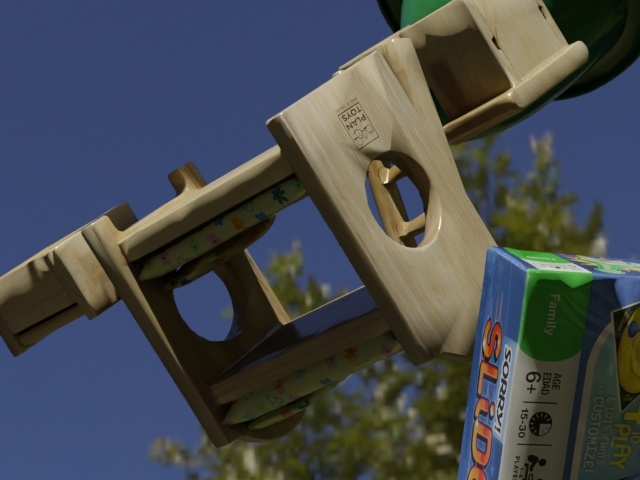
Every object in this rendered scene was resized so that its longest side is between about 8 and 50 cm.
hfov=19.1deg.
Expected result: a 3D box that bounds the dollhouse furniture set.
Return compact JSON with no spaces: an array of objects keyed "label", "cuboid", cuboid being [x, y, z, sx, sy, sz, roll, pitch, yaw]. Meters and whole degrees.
[{"label":"dollhouse furniture set","cuboid":[0.000,0.000,0.703,0.182,0.161,0.101,-27,-83,44]}]

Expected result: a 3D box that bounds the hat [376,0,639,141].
[{"label":"hat","cuboid":[0.085,-0.079,1.150,0.173,0.183,0.208,38,-37,-22]}]

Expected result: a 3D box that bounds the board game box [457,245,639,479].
[{"label":"board game box","cuboid":[0.101,0.107,0.518,0.136,0.035,0.201,4,-80,-14]}]
